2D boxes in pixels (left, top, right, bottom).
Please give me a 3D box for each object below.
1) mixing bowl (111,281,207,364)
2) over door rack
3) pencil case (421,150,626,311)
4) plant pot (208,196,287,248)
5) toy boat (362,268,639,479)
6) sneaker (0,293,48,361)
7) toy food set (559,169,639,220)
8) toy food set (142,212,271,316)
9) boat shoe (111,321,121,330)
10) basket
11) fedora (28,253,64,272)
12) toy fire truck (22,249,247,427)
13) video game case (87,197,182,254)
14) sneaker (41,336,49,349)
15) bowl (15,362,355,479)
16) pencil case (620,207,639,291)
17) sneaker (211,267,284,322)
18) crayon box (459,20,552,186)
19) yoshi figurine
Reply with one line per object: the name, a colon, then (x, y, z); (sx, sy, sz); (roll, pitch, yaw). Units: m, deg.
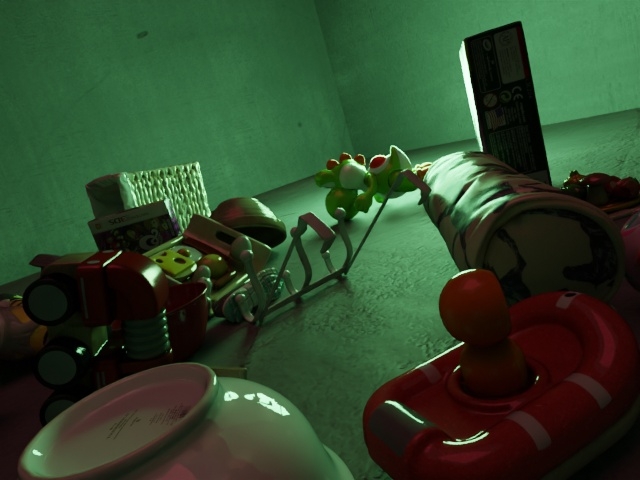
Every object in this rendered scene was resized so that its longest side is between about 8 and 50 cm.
mixing bowl: (-0.255, 0.146, 0.802); (0.181, 0.098, 0.181); (-16, 12, 3)
over door rack: (0.000, 0.000, 0.827); (0.239, 0.108, 0.324); (-27, -14, -37)
pencil case: (0.253, -0.019, 0.696); (0.160, 0.183, 0.410); (-52, 8, 16)
plant pot: (-0.214, -0.044, 1.334); (0.237, 0.110, 0.237); (-10, -18, -3)
toy boat: (0.137, 0.094, 0.394); (0.231, 0.151, 0.151); (-22, 14, -22)
sneaker: (-0.648, 0.200, 1.085); (0.147, 0.145, 0.384); (11, -3, -27)
toy food set: (0.527, -0.101, 0.940); (0.128, 0.071, 0.218); (-15, 12, 4)
toy food set: (-0.259, 0.031, 1.067); (0.219, 0.092, 0.306); (25, 22, 9)
boat shoe: (-0.375, 0.152, 0.915); (0.110, 0.105, 0.307); (-18, 12, -6)
basket: (-0.520, -0.056, 1.548); (0.266, 0.332, 0.328); (-18, 11, -38)
fedora: (-0.486, 0.110, 1.084); (0.275, 0.124, 0.243); (15, -12, -42)
toy fire truck: (-0.213, 0.127, 0.615); (0.246, 0.217, 0.158); (-3, 11, -6)
video game case: (-0.435, 0.032, 1.233); (0.210, 0.232, 0.042); (-14, 14, 9)
sneaker: (-0.474, 0.184, 0.942); (0.134, 0.051, 0.070); (-48, -8, 21)
bowl: (-0.127, 0.187, 0.374); (0.297, 0.134, 0.298); (-16, 13, 4)
pencil case: (0.434, 0.013, 0.446); (0.124, 0.124, 0.284); (-22, 12, -23)
sneaker: (-0.140, 0.101, 0.950); (0.076, 0.065, 0.166); (-11, 11, 41)
crayon box: (0.370, -0.223, 1.000); (0.106, 0.363, 0.313); (-12, 13, 18)
yoshi figurine: (0.163, -0.142, 1.497); (0.361, 0.204, 0.203); (0, 56, 11)
